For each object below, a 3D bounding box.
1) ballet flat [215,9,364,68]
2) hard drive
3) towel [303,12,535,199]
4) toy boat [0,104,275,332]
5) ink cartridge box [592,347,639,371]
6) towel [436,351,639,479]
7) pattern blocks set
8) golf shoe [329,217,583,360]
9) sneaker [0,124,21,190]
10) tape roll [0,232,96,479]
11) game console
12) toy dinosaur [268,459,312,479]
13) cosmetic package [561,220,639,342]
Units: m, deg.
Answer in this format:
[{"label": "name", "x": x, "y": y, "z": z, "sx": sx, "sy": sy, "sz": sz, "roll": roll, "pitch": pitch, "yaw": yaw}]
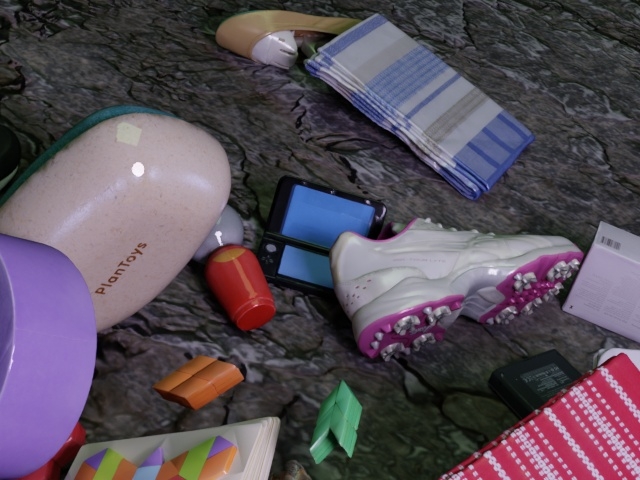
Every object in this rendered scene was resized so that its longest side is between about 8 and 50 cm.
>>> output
[{"label": "ballet flat", "x": -0.025, "y": -0.265, "z": 1.623, "sx": 0.232, "sy": 0.080, "sz": 0.073, "roll": -6, "pitch": 55, "yaw": -27}, {"label": "hard drive", "x": 0.244, "y": 0.168, "z": 1.197, "sx": 0.094, "sy": 0.022, "sz": 0.135, "roll": -13, "pitch": 45, "yaw": -35}, {"label": "towel", "x": 0.132, "y": -0.179, "z": 1.565, "sx": 0.285, "sy": 0.034, "sz": 0.209, "roll": 39, "pitch": 38, "yaw": 6}, {"label": "toy boat", "x": -0.168, "y": -0.006, "z": 1.118, "sx": 0.318, "sy": 0.267, "sz": 0.148, "roll": 22, "pitch": 31, "yaw": -52}, {"label": "ink cartridge box", "x": 0.347, "y": 0.170, "z": 0.984, "sx": 0.197, "sy": 0.114, "sz": 0.273, "roll": 0, "pitch": -16, "yaw": 28}, {"label": "towel", "x": 0.173, "y": 0.209, "z": 0.783, "sx": 0.275, "sy": 0.031, "sz": 0.199, "roll": -28, "pitch": 70, "yaw": -31}, {"label": "pattern blocks set", "x": -0.122, "y": 0.186, "z": 0.844, "sx": 0.325, "sy": 0.026, "sz": 0.285, "roll": -21, "pitch": 33, "yaw": 16}, {"label": "golf shoe", "x": 0.144, "y": 0.022, "z": 1.258, "sx": 0.306, "sy": 0.115, "sz": 0.140, "roll": -11, "pitch": 56, "yaw": -36}, {"label": "sneaker", "x": -0.419, "y": -0.093, "z": 1.183, "sx": 0.283, "sy": 0.124, "sz": 0.107, "roll": -17, "pitch": 48, "yaw": -38}, {"label": "tape roll", "x": -0.264, "y": 0.086, "z": 0.923, "sx": 0.080, "sy": 0.189, "sz": 0.189, "roll": 19, "pitch": 23, "yaw": -50}, {"label": "game console", "x": 0.000, "y": 0.000, "z": 1.279, "sx": 0.122, "sy": 0.071, "sz": 0.107, "roll": 16, "pitch": 35, "yaw": -1}, {"label": "toy dinosaur", "x": 0.015, "y": 0.273, "z": 0.839, "sx": 0.127, "sy": 0.200, "sz": 0.296, "roll": 29, "pitch": 39, "yaw": -11}, {"label": "cosmetic package", "x": 0.397, "y": 0.073, "z": 1.325, "sx": 0.239, "sy": 0.099, "sz": 0.060, "roll": 24, "pitch": 34, "yaw": 8}]
